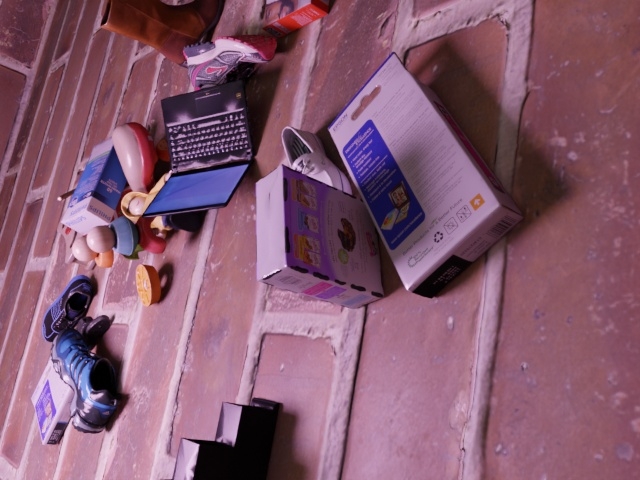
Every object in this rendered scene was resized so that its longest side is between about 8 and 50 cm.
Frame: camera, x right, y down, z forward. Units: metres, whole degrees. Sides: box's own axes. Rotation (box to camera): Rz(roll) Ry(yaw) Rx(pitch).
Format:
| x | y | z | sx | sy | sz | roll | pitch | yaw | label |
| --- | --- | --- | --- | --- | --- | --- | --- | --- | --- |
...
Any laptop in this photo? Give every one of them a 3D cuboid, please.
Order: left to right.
| x | y | z | sx | sy | sz | roll | pitch | yaw | label |
| --- | --- | --- | --- | --- | --- | --- | --- | --- | --- |
| -0.274 | -0.195 | 1.339 | 0.234 | 0.136 | 0.264 | -5 | 95 | 28 | laptop |

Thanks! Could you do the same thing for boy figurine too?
| x | y | z | sx | sy | sz | roll | pitch | yaw | label |
| --- | --- | --- | --- | --- | --- | --- | --- | --- | --- |
| -0.384 | -0.087 | 1.515 | 0.285 | 0.092 | 0.177 | 8 | 83 | 47 | boy figurine |

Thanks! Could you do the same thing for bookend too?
| x | y | z | sx | sy | sz | roll | pitch | yaw | label |
| --- | --- | --- | --- | --- | --- | --- | --- | --- | --- |
| -0.160 | 0.330 | 1.017 | 0.072 | 0.157 | 0.156 | -4 | 71 | 48 | bookend |

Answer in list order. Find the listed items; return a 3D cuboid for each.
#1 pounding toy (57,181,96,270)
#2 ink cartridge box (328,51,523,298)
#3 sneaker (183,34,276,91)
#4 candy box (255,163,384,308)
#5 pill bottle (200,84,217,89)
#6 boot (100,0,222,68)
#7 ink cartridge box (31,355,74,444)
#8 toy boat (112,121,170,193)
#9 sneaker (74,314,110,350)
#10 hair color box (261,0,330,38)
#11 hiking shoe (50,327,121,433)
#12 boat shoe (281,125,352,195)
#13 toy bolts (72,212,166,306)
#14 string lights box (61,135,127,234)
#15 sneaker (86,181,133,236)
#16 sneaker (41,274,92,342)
| x | y | z | sx | sy | sz | roll | pitch | yaw | label |
| --- | --- | --- | --- | --- | --- | --- | --- | --- | --- |
| -0.740 | -0.046 | 1.856 | 0.154 | 0.154 | 0.270 | -38 | 48 | 26 | pounding toy |
| 0.136 | -0.110 | 0.940 | 0.176 | 0.069 | 0.371 | -46 | 47 | 27 | ink cartridge box |
| -0.201 | -0.407 | 1.442 | 0.299 | 0.120 | 0.112 | 7 | 108 | 50 | sneaker |
| 0.000 | 0.000 | 0.943 | 0.070 | 0.196 | 0.165 | -29 | 53 | 40 | candy box |
| -0.255 | -0.285 | 1.460 | 0.078 | 0.078 | 0.137 | -8 | 68 | 47 | pill bottle |
| -0.407 | -0.610 | 1.618 | 0.096 | 0.280 | 0.264 | 17 | 88 | 51 | boot |
| -0.719 | 0.412 | 1.719 | 0.208 | 0.045 | 0.206 | 39 | 104 | 49 | ink cartridge box |
| -0.433 | -0.218 | 1.597 | 0.231 | 0.151 | 0.151 | 128 | 120 | -75 | toy boat |
| -0.618 | 0.231 | 1.676 | 0.170 | 0.051 | 0.089 | -50 | 47 | 27 | sneaker |
| -0.051 | -0.506 | 1.340 | 0.167 | 0.053 | 0.093 | -7 | 70 | 49 | hair color box |
| -0.561 | 0.318 | 1.538 | 0.132 | 0.113 | 0.304 | -46 | 56 | 14 | hiking shoe |
| -0.019 | -0.120 | 1.114 | 0.083 | 0.075 | 0.226 | -51 | 42 | 21 | boat shoe |
| -0.455 | 0.040 | 1.419 | 0.228 | 0.158 | 0.218 | -42 | 63 | 52 | toy bolts |
| -0.591 | -0.155 | 1.692 | 0.133 | 0.076 | 0.260 | -16 | 51 | 38 | string lights box |
| -0.574 | -0.100 | 1.764 | 0.221 | 0.087 | 0.128 | -37 | 39 | 18 | sneaker |
| -0.724 | 0.209 | 1.785 | 0.232 | 0.081 | 0.090 | -57 | 33 | 13 | sneaker |
